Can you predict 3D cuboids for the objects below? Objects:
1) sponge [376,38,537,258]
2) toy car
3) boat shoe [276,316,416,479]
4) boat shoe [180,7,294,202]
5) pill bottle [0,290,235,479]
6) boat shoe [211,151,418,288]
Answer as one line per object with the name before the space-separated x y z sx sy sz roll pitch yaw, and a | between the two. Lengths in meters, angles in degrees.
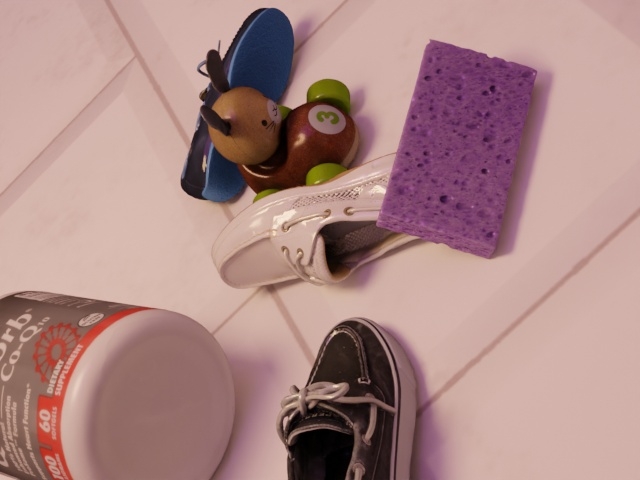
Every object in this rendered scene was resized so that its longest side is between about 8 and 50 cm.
sponge | 0.137 -0.094 1.211 0.117 0.031 0.210 16 66 3
toy car | -0.063 -0.129 1.350 0.149 0.188 0.155 -24 48 29
boat shoe | 0.013 0.175 1.106 0.113 0.105 0.306 -26 38 30
boat shoe | -0.116 -0.174 1.500 0.089 0.109 0.258 2 61 47
pill bottle | -0.282 0.164 1.325 0.363 0.210 0.210 4 64 44
boat shoe | 0.000 0.000 1.269 0.277 0.098 0.096 -25 47 27
